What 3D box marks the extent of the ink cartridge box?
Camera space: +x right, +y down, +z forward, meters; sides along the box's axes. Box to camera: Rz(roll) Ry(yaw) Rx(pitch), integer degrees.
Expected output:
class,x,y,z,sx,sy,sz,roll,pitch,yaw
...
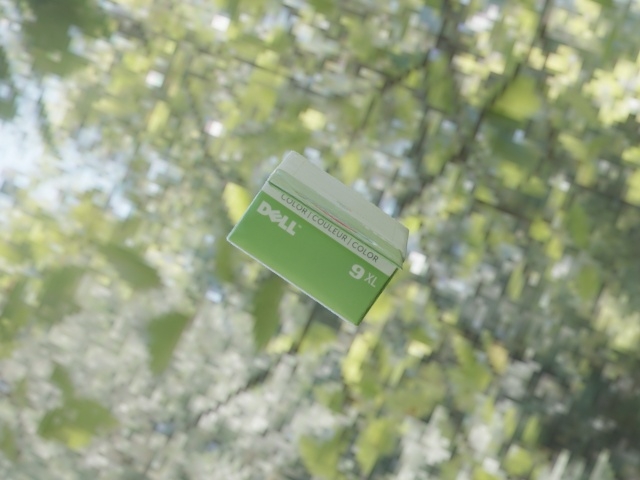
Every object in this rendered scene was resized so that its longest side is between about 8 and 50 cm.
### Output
class,x,y,z,sx,sy,sz,roll,pitch,yaw
ink cartridge box,0.000,0.000,1.345,0.062,0.109,0.209,-55,1,8
